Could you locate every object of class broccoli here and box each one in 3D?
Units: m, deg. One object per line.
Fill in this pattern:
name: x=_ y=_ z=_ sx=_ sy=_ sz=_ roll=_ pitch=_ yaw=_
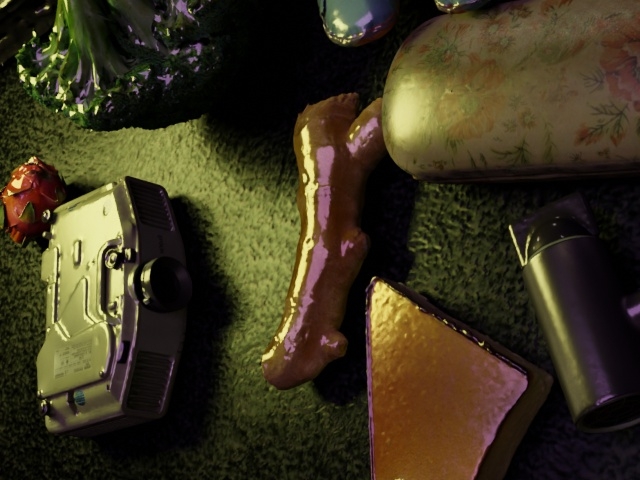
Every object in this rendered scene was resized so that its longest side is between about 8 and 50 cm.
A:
broccoli: x=-0.203 y=-0.255 z=1.406 sx=0.308 sy=0.275 sz=0.307 roll=-31 pitch=32 yaw=22

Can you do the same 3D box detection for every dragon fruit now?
dragon fruit: x=-0.351 y=-0.042 z=1.586 sx=0.081 sy=0.086 sz=0.116 roll=33 pitch=111 yaw=4

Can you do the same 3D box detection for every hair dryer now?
hair dryer: x=0.282 y=0.016 z=1.029 sx=0.248 sy=0.078 sz=0.195 roll=-27 pitch=59 yaw=22

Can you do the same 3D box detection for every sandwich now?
sandwich: x=0.089 y=0.142 z=1.153 sx=0.193 sy=0.058 sz=0.162 roll=33 pitch=100 yaw=40

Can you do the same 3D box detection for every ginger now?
ginger: x=0.002 y=0.001 z=1.271 sx=0.118 sy=0.065 sz=0.298 roll=8 pitch=84 yaw=42

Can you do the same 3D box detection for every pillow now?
pillow: x=0.095 y=-0.271 z=1.229 sx=0.233 sy=0.086 sz=0.214 roll=-12 pitch=43 yaw=34

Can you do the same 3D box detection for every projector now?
projector: x=-0.231 y=0.069 z=1.438 sx=0.194 sy=0.088 sz=0.269 roll=-20 pitch=64 yaw=39

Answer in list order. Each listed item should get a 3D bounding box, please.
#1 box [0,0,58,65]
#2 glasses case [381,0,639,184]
box: x=-0.426 y=-0.414 z=1.764 sx=0.359 sy=0.091 sz=0.350 roll=-28 pitch=59 yaw=33
glasses case: x=0.228 y=-0.130 z=1.089 sx=0.425 sy=0.098 sz=0.156 roll=-1 pitch=75 yaw=42
